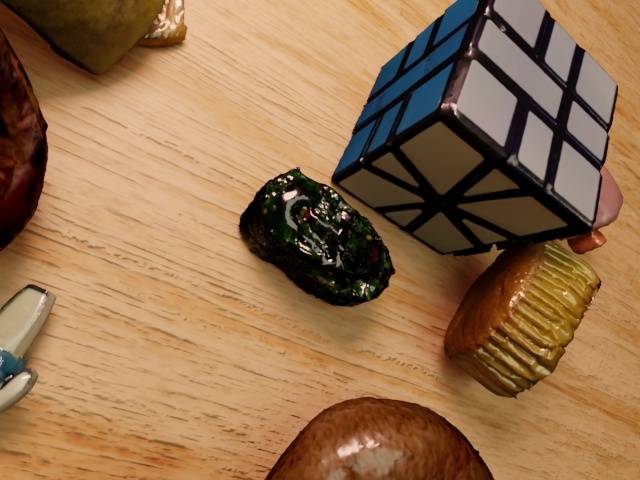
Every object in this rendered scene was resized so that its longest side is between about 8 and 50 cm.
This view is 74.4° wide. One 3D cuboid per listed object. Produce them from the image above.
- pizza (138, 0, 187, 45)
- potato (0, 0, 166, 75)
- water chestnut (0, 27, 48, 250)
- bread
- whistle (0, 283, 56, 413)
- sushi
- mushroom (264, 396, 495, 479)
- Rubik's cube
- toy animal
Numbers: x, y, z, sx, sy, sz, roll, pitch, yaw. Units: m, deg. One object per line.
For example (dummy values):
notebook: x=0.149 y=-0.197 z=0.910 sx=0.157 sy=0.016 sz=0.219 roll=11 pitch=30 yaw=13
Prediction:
pizza: x=-0.271 y=-0.403 z=0.590 sx=0.181 sy=0.034 sz=0.261 roll=8 pitch=80 yaw=-26
potato: x=-0.308 y=-0.386 z=0.395 sx=0.213 sy=0.280 sz=0.330 roll=-38 pitch=94 yaw=3
water chestnut: x=-0.402 y=-0.104 z=0.352 sx=0.300 sy=0.300 sz=0.299 roll=5 pitch=78 yaw=-26
bread: x=0.318 y=0.120 z=0.691 sx=0.142 sy=0.227 sz=0.253 roll=42 pitch=68 yaw=9
whistle: x=-0.353 y=0.154 z=0.424 sx=0.114 sy=0.077 sz=0.235 roll=18 pitch=62 yaw=10
sushi: x=0.000 y=0.000 z=0.603 sx=0.225 sy=0.127 sz=0.124 roll=41 pitch=65 yaw=-13
mushroom: x=0.070 y=0.349 z=0.457 sx=0.334 sy=0.356 sz=0.330 roll=-27 pitch=80 yaw=-12
Rubik's cube: x=0.237 y=-0.168 z=0.670 sx=0.294 sy=0.288 sz=0.283 roll=30 pitch=67 yaw=-22
toy animal: x=0.474 y=-0.114 z=0.849 sx=0.281 sy=0.169 sz=0.195 roll=37 pitch=23 yaw=-11
